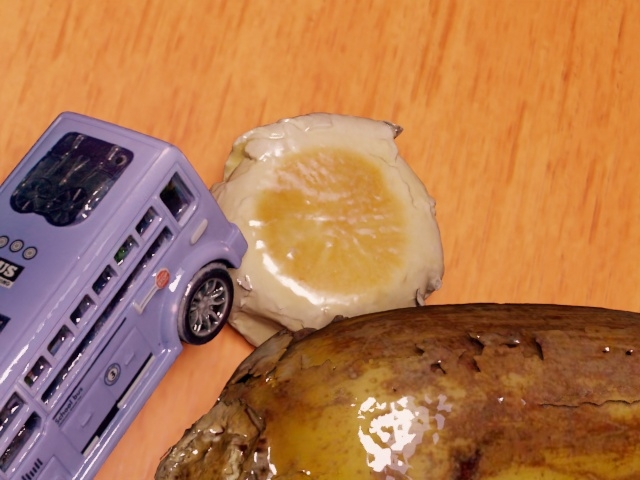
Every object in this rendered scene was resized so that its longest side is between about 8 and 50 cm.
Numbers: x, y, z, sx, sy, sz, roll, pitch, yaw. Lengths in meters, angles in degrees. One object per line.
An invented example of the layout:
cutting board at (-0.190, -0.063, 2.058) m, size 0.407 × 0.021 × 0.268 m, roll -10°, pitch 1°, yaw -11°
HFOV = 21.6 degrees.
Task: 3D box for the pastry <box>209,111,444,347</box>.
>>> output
pastry at (0.000, 0.000, 1.077) m, size 0.165 × 0.088 × 0.166 m, roll 5°, pitch 70°, yaw -16°

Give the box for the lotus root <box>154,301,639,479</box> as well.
lotus root at (0.095, 0.127, 0.995) m, size 0.397 × 0.196 × 0.179 m, roll -1°, pitch 89°, yaw -28°

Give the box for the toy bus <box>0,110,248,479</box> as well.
toy bus at (-0.174, 0.072, 0.955) m, size 0.125 × 0.133 × 0.292 m, roll 19°, pitch 62°, yaw 32°
